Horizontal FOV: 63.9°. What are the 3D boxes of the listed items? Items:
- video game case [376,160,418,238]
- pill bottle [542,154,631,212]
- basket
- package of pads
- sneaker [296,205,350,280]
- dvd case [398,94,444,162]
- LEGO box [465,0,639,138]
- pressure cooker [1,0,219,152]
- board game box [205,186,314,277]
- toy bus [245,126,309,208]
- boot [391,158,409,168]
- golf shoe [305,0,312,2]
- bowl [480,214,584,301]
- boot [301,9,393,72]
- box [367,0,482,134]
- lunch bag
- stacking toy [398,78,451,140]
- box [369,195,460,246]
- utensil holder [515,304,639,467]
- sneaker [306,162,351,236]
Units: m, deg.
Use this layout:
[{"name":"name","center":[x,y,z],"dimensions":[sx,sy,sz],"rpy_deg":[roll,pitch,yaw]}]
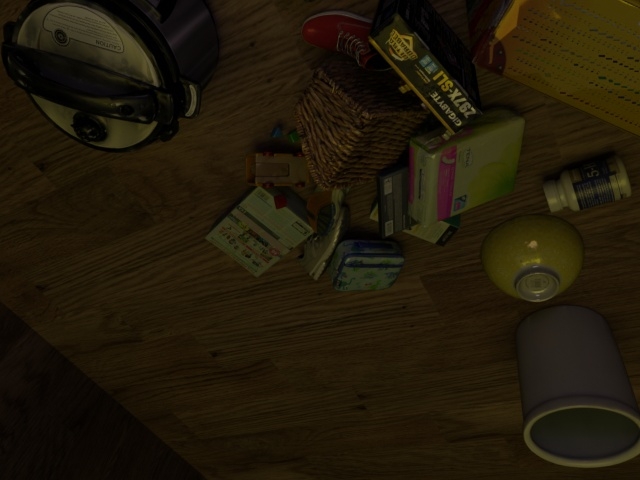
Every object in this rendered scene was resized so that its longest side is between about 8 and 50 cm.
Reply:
[{"name":"video game case","center":[0.271,-0.132,1.343],"dimensions":[0.274,0.026,0.196],"rpy_deg":[-23,131,-18]},{"name":"pill bottle","center":[0.678,-0.138,1.316],"dimensions":[0.186,0.112,0.112],"rpy_deg":[-18,123,25]},{"name":"basket","center":[0.070,-0.275,1.213],"dimensions":[0.213,0.299,0.223],"rpy_deg":[47,129,19]},{"name":"package of pads","center":[0.357,-0.188,1.272],"dimensions":[0.296,0.101,0.229],"rpy_deg":[-22,132,-18]},{"name":"sneaker","center":[0.000,0.000,1.603],"dimensions":[0.115,0.105,0.281],"rpy_deg":[33,123,9]},{"name":"dvd case","center":[0.280,-0.263,1.367],"dimensions":[0.180,0.022,0.253],"rpy_deg":[-25,120,29]},{"name":"LEGO box","center":[0.547,-0.386,0.967],"dimensions":[0.500,0.372,0.193],"rpy_deg":[22,131,-5]},{"name":"pressure cooker","center":[-0.451,-0.405,1.160],"dimensions":[0.369,0.420,0.375],"rpy_deg":[-17,123,27]},{"name":"board game box","center":[-0.184,-0.043,1.616],"dimensions":[0.224,0.097,0.303],"rpy_deg":[40,126,-18]},{"name":"toy bus","center":[-0.115,-0.202,1.455],"dimensions":[0.202,0.191,0.104],"rpy_deg":[48,165,-26]},{"name":"boot","center":[0.230,-0.175,1.399],"dimensions":[0.084,0.059,0.158],"rpy_deg":[46,163,-29]},{"name":"golf shoe","center":[-0.117,-0.624,1.123],"dimensions":[0.272,0.105,0.120],"rpy_deg":[18,116,-9]},{"name":"bowl","center":[0.619,0.084,1.490],"dimensions":[0.289,0.156,0.289],"rpy_deg":[7,131,8]},{"name":"boot","center":[0.063,-0.446,1.163],"dimensions":[0.244,0.176,0.088],"rpy_deg":[10,133,7]},{"name":"box","center":[0.222,-0.399,1.067],"dimensions":[0.079,0.322,0.257],"rpy_deg":[-33,116,32]},{"name":"lunch bag","center":[0.142,0.077,1.597],"dimensions":[0.219,0.090,0.176],"rpy_deg":[3,134,-21]},{"name":"stacking toy","center":[0.254,-0.347,1.171],"dimensions":[0.167,0.221,0.052],"rpy_deg":[41,128,-22]},{"name":"box","center":[0.274,-0.071,1.494],"dimensions":[0.244,0.060,0.100],"rpy_deg":[21,142,-5]},{"name":"utensil holder","center":[0.782,0.443,1.601],"dimensions":[0.327,0.385,0.328],"rpy_deg":[6,130,8]},{"name":"sneaker","center":[0.047,-0.142,1.449],"dimensions":[0.112,0.131,0.296],"rpy_deg":[39,136,28]}]
